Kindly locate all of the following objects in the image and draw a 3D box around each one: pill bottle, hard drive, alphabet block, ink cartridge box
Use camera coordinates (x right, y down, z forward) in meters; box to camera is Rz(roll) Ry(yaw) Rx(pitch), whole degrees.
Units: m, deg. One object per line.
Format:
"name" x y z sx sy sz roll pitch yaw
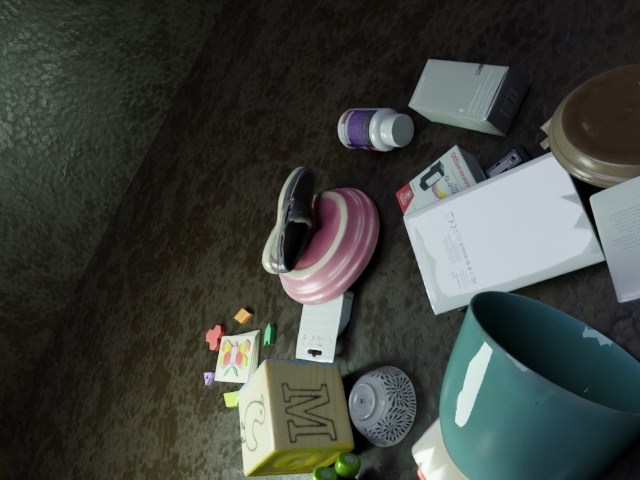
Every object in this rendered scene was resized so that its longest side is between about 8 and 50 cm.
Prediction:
"pill bottle" 0.143 -0.285 1.471 0.193 0.108 0.108 16 85 51
"hard drive" 0.330 -0.008 1.075 0.318 0.040 0.210 -24 74 30
"alphabet block" -0.060 0.397 1.280 0.192 0.193 0.197 -55 36 44
"ink cartridge box" 0.010 0.214 1.443 0.145 0.045 0.180 -5 74 48
"ink cartridge box" 0.261 -0.096 1.215 0.175 0.072 0.128 -40 46 29

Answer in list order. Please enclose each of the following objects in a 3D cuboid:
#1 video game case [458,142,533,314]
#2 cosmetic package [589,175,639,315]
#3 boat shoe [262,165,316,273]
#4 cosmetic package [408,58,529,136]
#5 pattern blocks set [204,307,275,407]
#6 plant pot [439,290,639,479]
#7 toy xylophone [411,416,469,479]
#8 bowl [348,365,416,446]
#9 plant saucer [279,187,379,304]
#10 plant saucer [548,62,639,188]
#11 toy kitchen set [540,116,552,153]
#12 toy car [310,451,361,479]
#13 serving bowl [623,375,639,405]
"video game case" 0.350 -0.024 1.167 0.275 0.035 0.248 -41 45 28
"cosmetic package" 0.525 0.008 0.856 0.151 0.151 0.184 -26 53 40
"boat shoe" -0.058 -0.049 1.437 0.092 0.102 0.285 8 73 45
"cosmetic package" 0.326 -0.323 1.285 0.238 0.107 0.127 26 96 48
"pattern blocks set" -0.246 0.341 1.683 0.324 0.026 0.286 -29 53 38
"plant pot" 0.319 0.254 0.886 0.293 0.292 0.235 48 124 49
"toy xylophone" 0.256 0.451 1.007 0.236 0.081 0.323 -47 43 23
"bowl" 0.113 0.349 1.224 0.170 0.080 0.170 -24 56 41
"plant saucer" 0.000 0.000 1.483 0.332 0.084 0.332 -30 43 33
"plant saucer" 0.526 -0.202 0.956 0.277 0.041 0.278 -14 50 18
"toy kitchen set" 0.466 -0.191 1.086 0.083 0.068 0.075 -44 44 27
"toy car" 0.067 0.554 1.144 0.188 0.148 0.155 29 114 35
"serving bowl" 0.501 0.239 0.871 0.083 0.027 0.083 -26 54 41
